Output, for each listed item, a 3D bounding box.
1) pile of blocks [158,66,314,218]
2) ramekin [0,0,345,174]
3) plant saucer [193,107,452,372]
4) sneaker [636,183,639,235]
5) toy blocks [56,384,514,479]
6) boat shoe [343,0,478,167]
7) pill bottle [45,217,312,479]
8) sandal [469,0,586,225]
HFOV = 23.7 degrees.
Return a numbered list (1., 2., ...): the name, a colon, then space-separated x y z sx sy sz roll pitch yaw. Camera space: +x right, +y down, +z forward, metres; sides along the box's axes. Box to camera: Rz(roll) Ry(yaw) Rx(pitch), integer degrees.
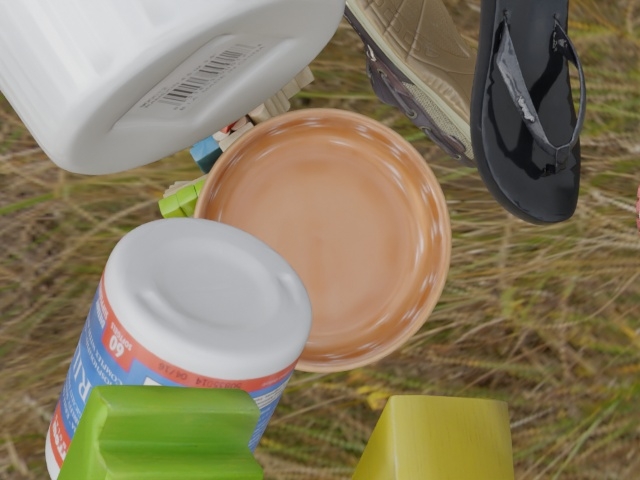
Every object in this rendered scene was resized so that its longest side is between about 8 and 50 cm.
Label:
1. pile of blocks: -0.105 -0.101 1.608 0.149 0.112 0.362 -5 57 20
2. ramekin: -0.115 -0.166 1.117 0.277 0.277 0.135 -34 80 13
3. plant saucer: 0.000 0.000 1.161 0.200 0.037 0.200 1 87 -12
4. sneaker: 0.379 0.008 1.494 0.093 0.088 0.225 -11 105 42
5. toy blocks: 0.006 0.188 0.360 0.261 0.381 0.190 48 123 46
6. boat shoe: 0.086 -0.166 1.424 0.285 0.103 0.092 43 141 -22
7. pill bottle: -0.096 0.104 0.923 0.124 0.124 0.221 33 127 12
8. sandal: 0.167 -0.136 1.196 0.097 0.054 0.254 -9 98 -30
